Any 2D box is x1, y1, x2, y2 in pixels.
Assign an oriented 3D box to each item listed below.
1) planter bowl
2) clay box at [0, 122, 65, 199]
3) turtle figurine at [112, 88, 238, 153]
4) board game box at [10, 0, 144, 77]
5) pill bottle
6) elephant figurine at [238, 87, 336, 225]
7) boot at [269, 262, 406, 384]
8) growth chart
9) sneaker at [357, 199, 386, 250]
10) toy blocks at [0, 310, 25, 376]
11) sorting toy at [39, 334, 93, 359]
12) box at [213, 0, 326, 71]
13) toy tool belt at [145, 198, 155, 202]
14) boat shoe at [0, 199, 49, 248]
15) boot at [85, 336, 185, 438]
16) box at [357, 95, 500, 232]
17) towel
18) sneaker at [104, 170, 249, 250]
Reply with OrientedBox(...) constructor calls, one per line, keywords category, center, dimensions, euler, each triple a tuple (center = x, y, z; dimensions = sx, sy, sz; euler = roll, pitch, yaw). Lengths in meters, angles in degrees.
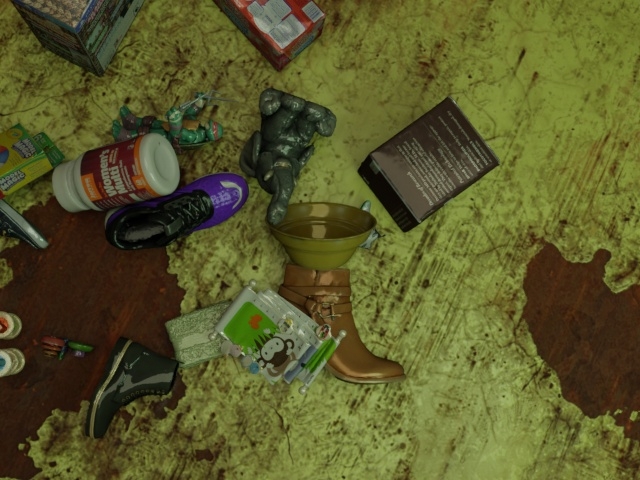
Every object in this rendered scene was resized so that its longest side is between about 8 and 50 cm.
OrientedBox(category="planter bowl", center=(0.000, 0.000, 1.689), dimensions=(0.217, 0.217, 0.090), euler=(-1, 111, -5))
OrientedBox(category="clay box", center=(-0.615, -0.142, 1.661), dimensions=(0.222, 0.053, 0.127), euler=(-36, 50, -16))
OrientedBox(category="turtle figurine", center=(-0.279, -0.229, 1.700), dimensions=(0.234, 0.175, 0.118), euler=(-4, 104, 3))
OrientedBox(category="board game box", center=(-0.443, -0.478, 1.637), dimensions=(0.141, 0.291, 0.232), euler=(27, 81, -2))
OrientedBox(category="pill bottle", center=(-0.391, -0.124, 1.653), dimensions=(0.221, 0.121, 0.121), euler=(-12, 84, 20))
OrientedBox(category="elephant figurine", center=(-0.084, -0.167, 1.696), dimensions=(0.169, 0.186, 0.239), euler=(22, 99, 19))
OrientedBox(category="boot", center=(0.041, 0.165, 1.708), dimensions=(0.284, 0.109, 0.220), euler=(9, 82, 6))
OrientedBox(category="growth chart", center=(-0.088, 0.188, 1.658), dimensions=(0.237, 0.021, 0.172), euler=(30, 95, 15))
OrientedBox(category="sneaker", center=(0.103, -0.028, 1.763), dimensions=(0.069, 0.038, 0.098), euler=(20, 92, -4))
OrientedBox(category="toy blocks", center=(-0.599, 0.193, 1.618), dimensions=(0.054, 0.148, 0.123), euler=(-7, 85, -6))
OrientedBox(category="sorting toy", center=(-0.493, 0.212, 1.670), dimensions=(0.102, 0.061, 0.042), euler=(17, 83, -22))
OrientedBox(category="box", center=(-0.122, -0.487, 1.750), dimensions=(0.128, 0.122, 0.257), euler=(-43, 88, -8))
OrientedBox(category="toy tool belt", center=(-0.352, -0.118, 1.724), dimensions=(0.052, 0.051, 0.083), euler=(-4, 84, -5))
OrientedBox(category="boat shoe", center=(-0.619, -0.025, 1.688), dimensions=(0.183, 0.065, 0.083), euler=(39, 82, 8))
OrientedBox(category="boot", center=(-0.356, 0.298, 1.657), dimensions=(0.137, 0.077, 0.197), euler=(18, 83, 4))
OrientedBox(category="box", center=(0.210, -0.146, 1.717), dimensions=(0.203, 0.168, 0.167), euler=(-37, 88, -7))
OrientedBox(category="towel", center=(-0.225, 0.185, 1.713), dimensions=(0.148, 0.027, 0.110), euler=(-17, 84, -7))
OrientedBox(category="sneaker", center=(-0.272, -0.043, 1.664), dimensions=(0.293, 0.146, 0.102), euler=(-20, 107, -4))
